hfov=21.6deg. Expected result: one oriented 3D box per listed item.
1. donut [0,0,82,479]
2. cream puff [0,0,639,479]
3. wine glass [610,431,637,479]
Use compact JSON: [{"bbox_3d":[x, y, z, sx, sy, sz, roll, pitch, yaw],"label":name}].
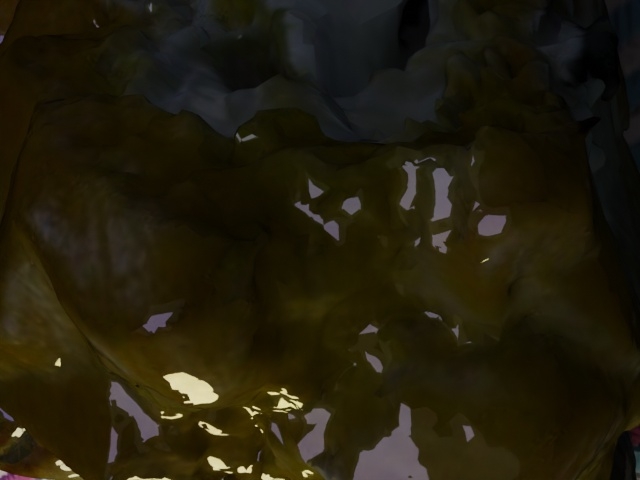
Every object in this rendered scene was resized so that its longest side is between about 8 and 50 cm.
[{"bbox_3d":[-0.158,-0.029,0.920,0.360,0.170,0.360,15,129,19],"label":"donut"},{"bbox_3d":[0.003,0.000,0.681,0.269,0.323,0.274,-10,127,18],"label":"cream puff"},{"bbox_3d":[0.080,0.209,0.915,0.190,0.190,0.357,14,134,26],"label":"wine glass"}]
